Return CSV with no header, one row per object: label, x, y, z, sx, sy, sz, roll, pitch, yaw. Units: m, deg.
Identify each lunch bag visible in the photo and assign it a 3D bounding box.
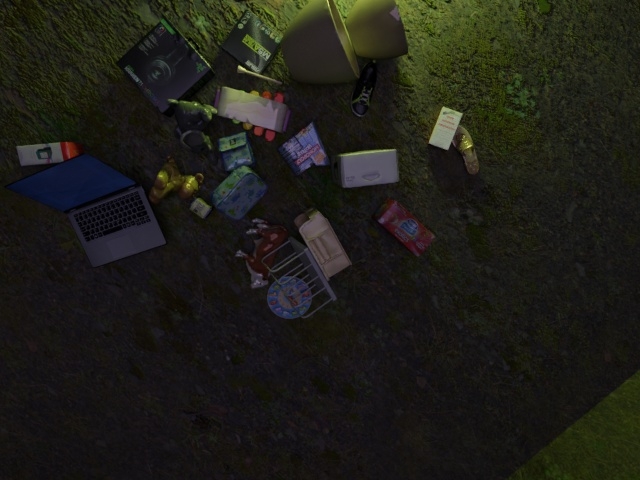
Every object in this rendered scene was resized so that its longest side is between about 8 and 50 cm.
lunch bag,-0.351,-0.371,1.717,0.128,0.096,0.151,-16,87,0
lunch bag,-0.338,-0.197,1.715,0.219,0.090,0.176,-47,147,6

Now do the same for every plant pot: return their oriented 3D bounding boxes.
plant pot,0.205,-0.836,1.608,0.191,0.284,0.284,-20,103,13

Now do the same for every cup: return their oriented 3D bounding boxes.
cup,-0.015,-0.746,1.591,0.237,0.331,0.331,-18,103,19

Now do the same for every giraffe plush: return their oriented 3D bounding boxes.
giraffe plush,-0.589,-0.231,1.697,0.170,0.181,0.210,25,63,-21

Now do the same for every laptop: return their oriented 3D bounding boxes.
laptop,-0.889,-0.092,1.587,0.382,0.236,0.408,-17,102,14

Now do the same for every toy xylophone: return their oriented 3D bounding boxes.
toy xylophone,-0.273,-0.565,1.689,0.322,0.081,0.236,21,98,-10

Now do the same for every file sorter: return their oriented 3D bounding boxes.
file sorter,-0.095,0.160,1.729,0.173,0.193,0.278,-35,116,-12

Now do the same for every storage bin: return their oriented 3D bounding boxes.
storage bin,0.000,0.000,1.737,0.123,0.262,0.260,-30,103,-1

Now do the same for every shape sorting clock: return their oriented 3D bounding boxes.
shape sorting clock,-0.143,0.264,1.886,0.206,0.040,0.206,-1,101,-6

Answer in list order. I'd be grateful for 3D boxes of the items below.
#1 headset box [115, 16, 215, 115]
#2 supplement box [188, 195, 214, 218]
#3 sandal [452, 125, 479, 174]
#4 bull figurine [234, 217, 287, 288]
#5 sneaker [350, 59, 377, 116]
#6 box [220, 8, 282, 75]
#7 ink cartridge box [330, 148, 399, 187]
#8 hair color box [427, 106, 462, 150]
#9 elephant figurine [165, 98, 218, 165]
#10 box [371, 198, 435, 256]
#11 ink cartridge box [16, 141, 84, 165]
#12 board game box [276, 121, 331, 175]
headset box,-0.591,-0.678,1.606,0.283,0.131,0.246,-41,103,2
supplement box,-0.508,-0.140,1.744,0.083,0.083,0.056,37,94,-11
sandal,0.661,-0.408,1.826,0.088,0.079,0.240,-27,102,-1
bull figurine,-0.267,0.056,1.800,0.188,0.101,0.310,26,97,-9
sneaker,0.185,-0.642,1.718,0.084,0.097,0.235,10,100,-8
box,-0.274,-0.799,1.663,0.190,0.045,0.184,37,93,-11
ink cartridge box,0.171,-0.301,1.676,0.226,0.306,0.131,-8,102,-5
hair color box,0.547,-0.490,1.803,0.093,0.053,0.167,22,99,4
elephant figurine,-0.507,-0.425,1.640,0.186,0.169,0.239,18,112,2
box,0.369,-0.061,1.835,0.257,0.128,0.123,40,94,-12
ink cartridge box,-1.037,-0.343,1.619,0.231,0.134,0.078,-7,101,-6
board game box,-0.054,-0.374,1.762,0.194,0.060,0.194,-38,102,2
